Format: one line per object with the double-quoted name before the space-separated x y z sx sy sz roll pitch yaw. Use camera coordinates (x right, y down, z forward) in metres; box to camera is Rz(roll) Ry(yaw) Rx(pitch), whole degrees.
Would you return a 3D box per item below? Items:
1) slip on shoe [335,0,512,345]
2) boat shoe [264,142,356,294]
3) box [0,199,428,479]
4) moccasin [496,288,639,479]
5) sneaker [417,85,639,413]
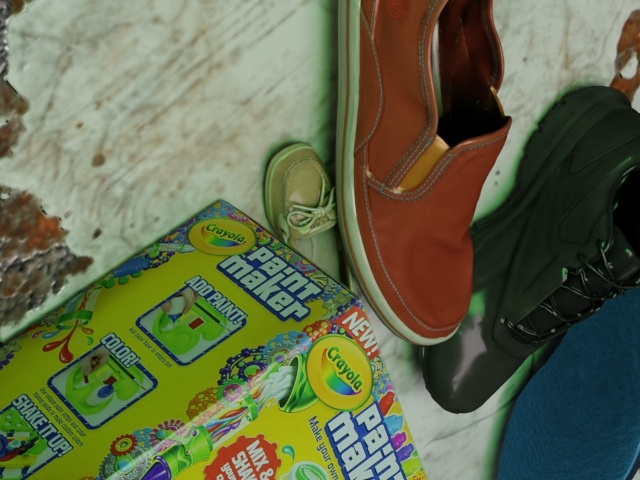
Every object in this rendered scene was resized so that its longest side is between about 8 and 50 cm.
"slip on shoe" 0.080 -0.066 1.095 0.123 0.101 0.331 -34 130 -44
"boat shoe" -0.002 0.001 1.122 0.056 0.048 0.153 -23 125 -25
"box" -0.089 0.182 1.071 0.279 0.177 0.290 -35 129 -17
"moccasin" 0.266 0.110 1.310 0.117 0.138 0.342 -2 122 -53
"sneaker" 0.181 0.018 1.211 0.109 0.130 0.286 26 98 -44
